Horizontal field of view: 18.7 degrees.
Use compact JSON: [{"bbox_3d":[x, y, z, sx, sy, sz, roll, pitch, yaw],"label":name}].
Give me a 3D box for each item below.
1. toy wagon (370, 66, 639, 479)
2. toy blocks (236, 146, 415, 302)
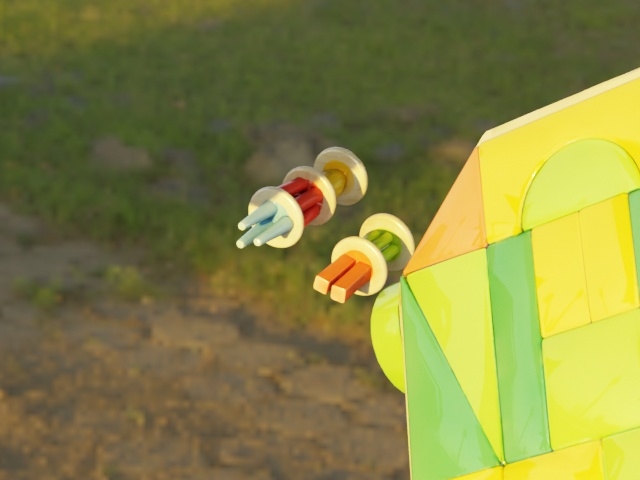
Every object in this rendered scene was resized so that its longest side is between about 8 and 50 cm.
[{"bbox_3d":[0.136,0.098,0.778,0.267,0.344,0.068,-22,-30,39],"label":"toy wagon"},{"bbox_3d":[0.000,0.000,1.585,0.054,0.123,0.148,-36,-1,40],"label":"toy blocks"}]
